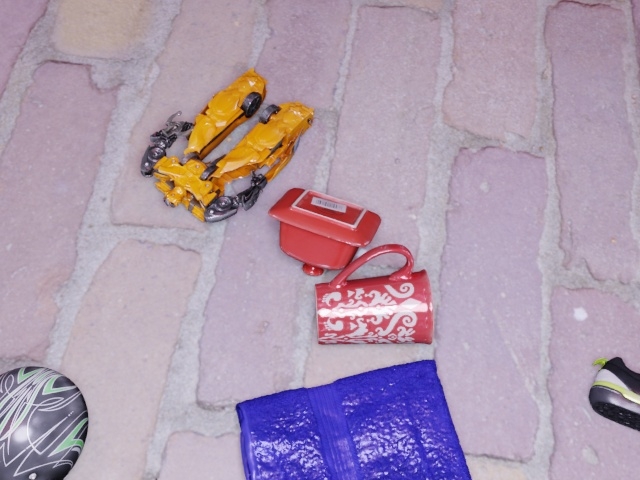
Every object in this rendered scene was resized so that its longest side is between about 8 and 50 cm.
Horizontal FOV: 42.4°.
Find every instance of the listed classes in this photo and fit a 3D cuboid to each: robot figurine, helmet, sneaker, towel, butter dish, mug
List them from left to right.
[{"bbox_3d":[-0.391,0.251,1.096,0.169,0.161,0.169,1,63,-3],"label":"helmet"},{"bbox_3d":[-0.152,-0.148,1.363,0.211,0.085,0.291,36,65,14],"label":"robot figurine"},{"bbox_3d":[0.000,0.000,1.285,0.160,0.118,0.160,18,23,7],"label":"butter dish"},{"bbox_3d":[0.048,0.296,1.151,0.308,0.076,0.228,-12,65,-10],"label":"towel"},{"bbox_3d":[0.076,0.087,1.240,0.169,0.113,0.150,-4,82,-1],"label":"mug"},{"bbox_3d":[0.511,0.238,1.207,0.234,0.084,0.097,25,63,9],"label":"sneaker"}]
